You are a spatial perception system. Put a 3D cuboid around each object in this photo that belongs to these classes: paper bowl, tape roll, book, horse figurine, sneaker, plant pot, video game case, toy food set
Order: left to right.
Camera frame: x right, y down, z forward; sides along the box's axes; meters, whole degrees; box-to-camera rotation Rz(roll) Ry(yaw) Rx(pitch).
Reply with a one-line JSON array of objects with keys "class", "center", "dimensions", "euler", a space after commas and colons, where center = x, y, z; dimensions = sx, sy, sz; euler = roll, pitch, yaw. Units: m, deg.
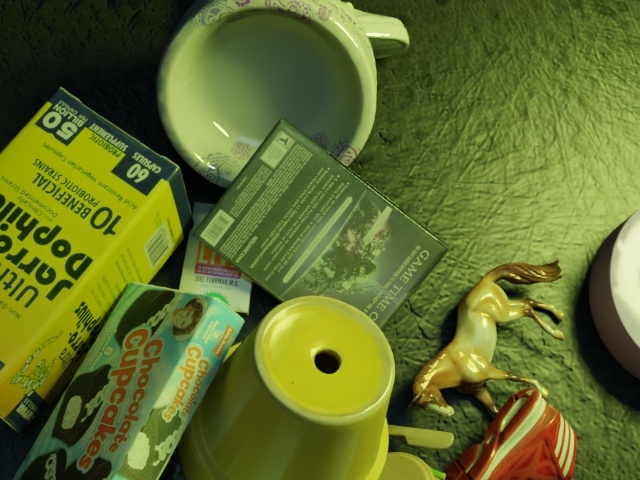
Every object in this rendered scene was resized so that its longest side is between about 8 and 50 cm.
[{"class": "book", "center": [-0.134, 0.025, 1.497], "dimensions": [0.096, 0.035, 0.144], "euler": [7, 73, 0]}, {"class": "paper bowl", "center": [-0.067, -0.212, 1.471], "dimensions": [0.284, 0.284, 0.148], "euler": [11, 31, -3]}, {"class": "plant pot", "center": [-0.024, 0.197, 1.307], "dimensions": [0.254, 0.239, 0.254], "euler": [10, 52, -13]}, {"class": "sneaker", "center": [-0.020, -0.345, 1.583], "dimensions": [0.292, 0.108, 0.169], "euler": [0, 76, -5]}, {"class": "video game case", "center": [0.000, 0.000, 1.445], "dimensions": [0.274, 0.026, 0.196], "euler": [37, 104, -6]}, {"class": "toy food set", "center": [0.093, 0.327, 1.399], "dimensions": [0.132, 0.038, 0.192], "euler": [5, 53, 30]}, {"class": "horse figurine", "center": [0.233, 0.133, 1.485], "dimensions": [0.174, 0.066, 0.263], "euler": [24, 74, -5]}, {"class": "sneaker", "center": [0.244, 0.309, 1.420], "dimensions": [0.128, 0.087, 0.221], "euler": [41, 93, -13]}, {"class": "tape roll", "center": [0.514, 0.071, 1.521], "dimensions": [0.274, 0.090, 0.275], "euler": [2, 73, -7]}]

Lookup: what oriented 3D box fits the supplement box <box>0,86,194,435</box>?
[{"class": "supplement box", "center": [-0.345, 0.028, 1.374], "dimensions": [0.194, 0.195, 0.356], "euler": [33, 72, 11]}]

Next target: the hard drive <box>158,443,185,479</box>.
[{"class": "hard drive", "center": [-0.183, 0.375, 1.363], "dimensions": [0.339, 0.064, 0.237], "euler": [26, 72, 3]}]

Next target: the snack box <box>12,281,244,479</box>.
[{"class": "snack box", "center": [-0.233, 0.204, 1.286], "dimensions": [0.060, 0.187, 0.322], "euler": [42, 67, -36]}]
